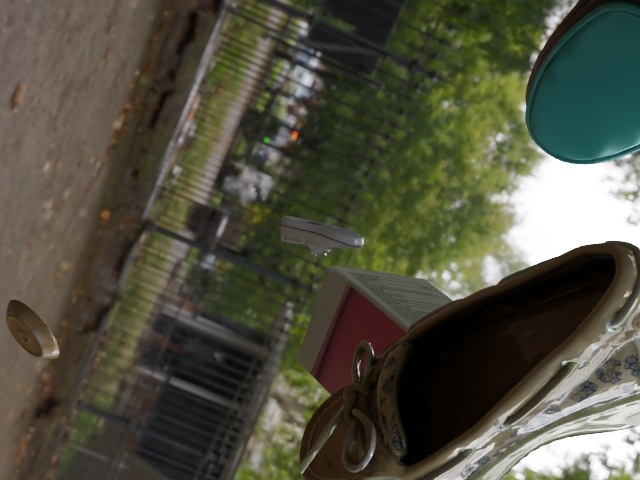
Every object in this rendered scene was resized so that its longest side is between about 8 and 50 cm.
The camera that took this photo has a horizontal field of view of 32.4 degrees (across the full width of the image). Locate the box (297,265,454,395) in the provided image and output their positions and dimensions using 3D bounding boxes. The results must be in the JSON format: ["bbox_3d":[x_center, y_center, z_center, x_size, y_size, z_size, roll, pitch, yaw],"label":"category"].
[{"bbox_3d":[0.103,0.136,1.199,0.232,0.148,0.127,39,-66,52],"label":"box"}]

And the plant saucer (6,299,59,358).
[{"bbox_3d":[-0.328,0.104,1.242,0.015,0.083,0.083,-42,171,-33],"label":"plant saucer"}]

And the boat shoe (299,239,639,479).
[{"bbox_3d":[0.074,0.073,0.585,0.285,0.089,0.105,-35,-136,37],"label":"boat shoe"}]

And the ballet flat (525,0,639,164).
[{"bbox_3d":[0.240,-0.170,0.696,0.124,0.116,0.342,-54,174,-28],"label":"ballet flat"}]

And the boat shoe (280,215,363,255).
[{"bbox_3d":[0.000,0.000,1.215,0.035,0.100,0.035,-17,119,-66],"label":"boat shoe"}]
